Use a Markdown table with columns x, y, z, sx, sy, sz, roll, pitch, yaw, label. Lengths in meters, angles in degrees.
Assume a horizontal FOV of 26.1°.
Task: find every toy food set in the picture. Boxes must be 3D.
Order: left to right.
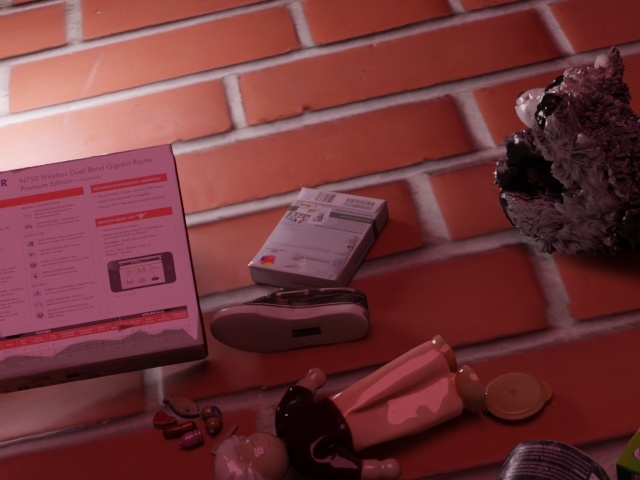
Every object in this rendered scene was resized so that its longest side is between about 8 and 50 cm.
| x | y | z | sx | sy | sz | roll | pitch | yaw | label |
| --- | --- | --- | --- | --- | --- | --- | --- | --- | --- |
| -0.174 | 0.240 | 1.820 | 0.122 | 0.019 | 0.078 | 15 | 47 | 30 | toy food set |
| 0.247 | 0.199 | 1.755 | 0.083 | 0.020 | 0.083 | 18 | 49 | 32 | toy food set |

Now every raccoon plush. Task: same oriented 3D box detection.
| x | y | z | sx | sy | sz | roll | pitch | yaw | label |
| --- | --- | --- | --- | --- | --- | --- | --- | --- | --- |
| 0.455 | -0.084 | 1.975 | 0.446 | 0.216 | 0.299 | 42 | 44 | 13 | raccoon plush |

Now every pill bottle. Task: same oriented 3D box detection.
| x | y | z | sx | sy | sz | roll | pitch | yaw | label |
| --- | --- | --- | --- | --- | --- | --- | --- | --- | --- |
| 0.224 | 0.346 | 1.499 | 0.131 | 0.130 | 0.245 | 10 | 45 | 25 | pill bottle |

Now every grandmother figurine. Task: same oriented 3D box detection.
| x | y | z | sx | sy | sz | roll | pitch | yaw | label |
| --- | --- | --- | --- | --- | --- | --- | --- | --- | --- |
| 0.022 | 0.228 | 1.723 | 0.342 | 0.104 | 0.208 | -23 | 32 | -17 | grandmother figurine |

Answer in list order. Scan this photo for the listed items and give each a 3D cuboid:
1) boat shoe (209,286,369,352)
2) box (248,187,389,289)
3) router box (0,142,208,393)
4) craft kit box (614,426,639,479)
| x | y | z | sx | sy | sz | roll | pitch | yaw | label |
| --- | --- | --- | --- | --- | --- | --- | --- | --- | --- |
| -0.042 | 0.104 | 1.909 | 0.219 | 0.077 | 0.070 | -2 | 41 | 1 | boat shoe |
| 0.000 | 0.000 | 2.046 | 0.145 | 0.038 | 0.186 | 9 | 43 | 25 | box |
| -0.344 | 0.041 | 1.918 | 0.336 | 0.082 | 0.301 | -9 | 72 | -3 | router box |
| 0.402 | 0.245 | 1.477 | 0.061 | 0.249 | 0.247 | 21 | 50 | 36 | craft kit box |
